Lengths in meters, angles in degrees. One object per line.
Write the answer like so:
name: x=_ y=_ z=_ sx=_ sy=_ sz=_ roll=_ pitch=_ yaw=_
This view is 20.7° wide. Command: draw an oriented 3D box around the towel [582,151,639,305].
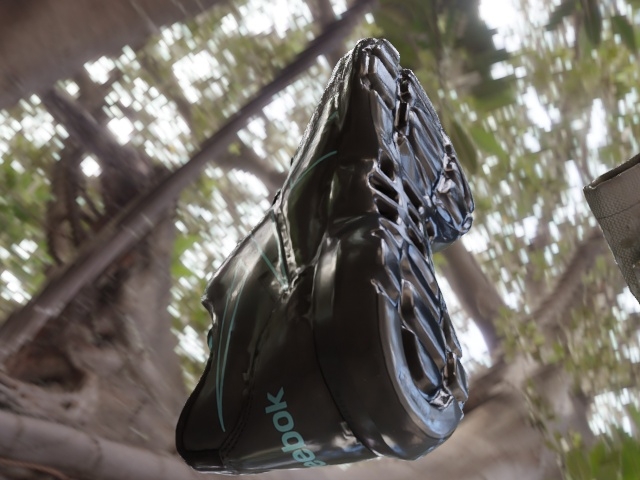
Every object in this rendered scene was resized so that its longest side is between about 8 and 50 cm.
towel: x=0.334 y=0.035 z=0.956 sx=0.312 sy=0.056 sz=0.324 roll=-30 pitch=-87 yaw=-17

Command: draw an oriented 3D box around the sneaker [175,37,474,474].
sneaker: x=0.000 y=0.000 z=0.742 sx=0.106 sy=0.101 sz=0.267 roll=-24 pitch=-155 yaw=20
